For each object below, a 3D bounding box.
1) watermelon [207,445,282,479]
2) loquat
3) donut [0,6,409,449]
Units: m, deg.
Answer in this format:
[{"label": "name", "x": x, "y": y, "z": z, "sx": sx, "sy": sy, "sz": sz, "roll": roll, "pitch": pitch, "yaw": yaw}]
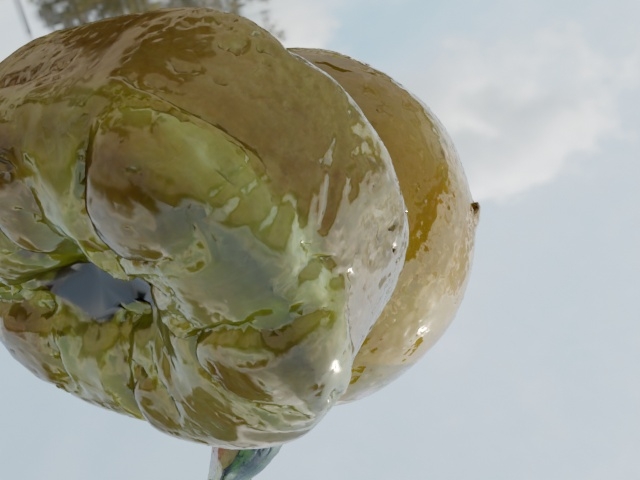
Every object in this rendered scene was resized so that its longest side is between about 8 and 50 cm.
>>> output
[{"label": "watermelon", "x": -0.079, "y": 0.162, "z": 1.371, "sx": 0.063, "sy": 0.245, "sz": 0.119, "roll": 13, "pitch": 177, "yaw": -42}, {"label": "loquat", "x": 0.000, "y": 0.000, "z": 1.132, "sx": 0.359, "sy": 0.329, "sz": 0.328, "roll": 22, "pitch": -177, "yaw": -33}, {"label": "donut", "x": -0.078, "y": -0.003, "z": 0.598, "sx": 0.261, "sy": 0.209, "sz": 0.128, "roll": 6, "pitch": -133, "yaw": 42}]
